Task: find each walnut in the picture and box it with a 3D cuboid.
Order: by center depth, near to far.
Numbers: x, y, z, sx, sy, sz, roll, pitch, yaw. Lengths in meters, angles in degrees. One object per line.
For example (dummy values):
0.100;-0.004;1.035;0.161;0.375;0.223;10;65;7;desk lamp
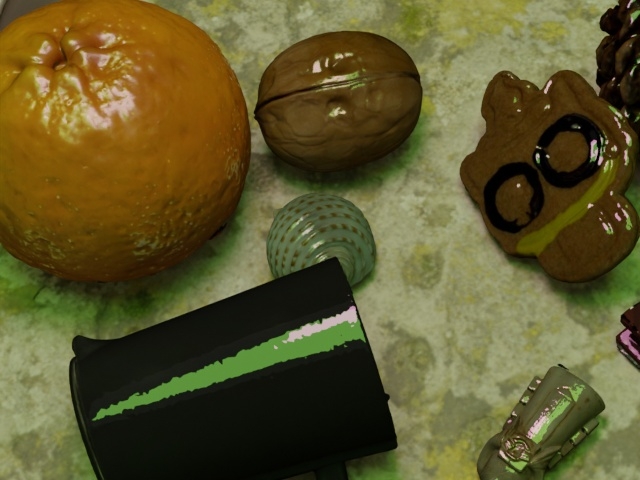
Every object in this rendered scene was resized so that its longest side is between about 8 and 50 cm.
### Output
0.021;-0.168;1.665;0.207;0.167;0.167;-11;59;1;walnut

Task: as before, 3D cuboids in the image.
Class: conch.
0.002;-0.002;1.604;0.135;0.102;0.153;-7;57;-16;conch

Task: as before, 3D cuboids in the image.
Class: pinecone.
0.437;-0.211;1.608;0.243;0.243;0.257;-12;56;-2;pinecone

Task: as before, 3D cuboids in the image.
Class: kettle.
-0.085;0.186;1.470;0.308;0.262;0.203;-19;24;-2;kettle

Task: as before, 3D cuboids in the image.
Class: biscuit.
0.263;-0.084;1.591;0.208;0.041;0.290;-42;57;24;biscuit

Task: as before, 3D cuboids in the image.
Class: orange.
-0.251;-0.125;1.584;0.341;0.293;0.340;-3;60;5;orange

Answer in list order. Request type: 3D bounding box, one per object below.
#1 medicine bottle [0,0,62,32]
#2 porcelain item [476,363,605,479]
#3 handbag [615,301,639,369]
-0.525;-0.323;1.780;0.371;0.211;0.211;18;62;16;medicine bottle
0.210;0.230;1.467;0.084;0.054;0.213;35;69;25;porcelain item
0.499;0.116;1.496;0.260;0.084;0.275;-33;61;-11;handbag
